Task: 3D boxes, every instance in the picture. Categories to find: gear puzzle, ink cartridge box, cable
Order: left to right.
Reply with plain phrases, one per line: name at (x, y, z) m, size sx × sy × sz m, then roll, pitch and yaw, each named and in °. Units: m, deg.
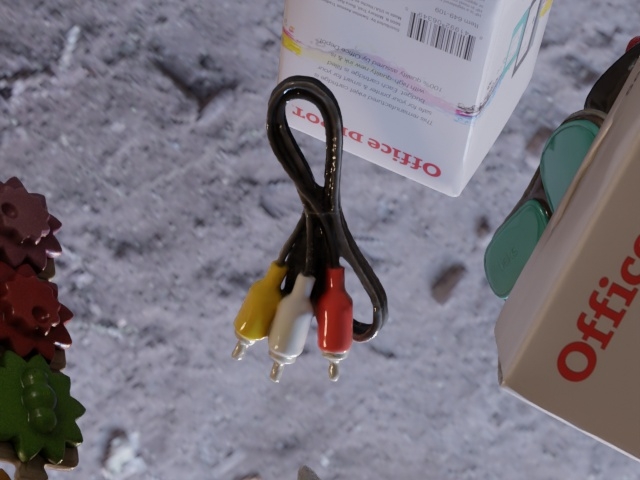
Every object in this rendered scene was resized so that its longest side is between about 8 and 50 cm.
gear puzzle at (-0.234, 0.076, 1.002) m, size 0.175 × 0.339 × 0.044 m, roll 17°, pitch 136°, yaw -39°
cable at (0.000, 0.000, 1.316) m, size 0.140 × 0.072 × 0.287 m, roll 10°, pitch 121°, yaw 5°
ink cartridge box at (0.094, -0.221, 1.331) m, size 0.197 × 0.198 × 0.270 m, roll -56°, pitch 164°, yaw -37°
ink cartridge box at (0.193, 0.028, 0.542) m, size 0.219 × 0.092 × 0.160 m, roll 27°, pitch 100°, yaw 3°

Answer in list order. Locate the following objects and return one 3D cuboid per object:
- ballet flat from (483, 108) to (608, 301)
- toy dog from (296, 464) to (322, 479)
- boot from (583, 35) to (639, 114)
ballet flat at (0.159, -0.022, 0.894) m, size 0.068 × 0.072 × 0.213 m, roll -10°, pitch 158°, yaw -17°
toy dog at (0.030, 0.256, 1.225) m, size 0.220 × 0.333 × 0.161 m, roll 12°, pitch 101°, yaw -4°
boot at (0.322, -0.121, 1.066) m, size 0.244 × 0.176 × 0.088 m, roll -28°, pitch 139°, yaw 1°
